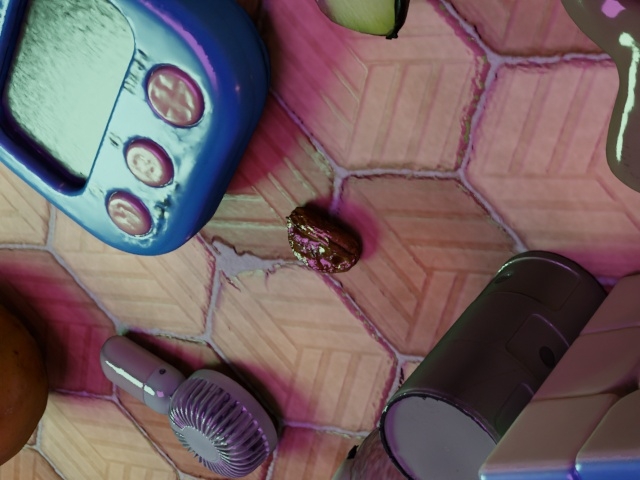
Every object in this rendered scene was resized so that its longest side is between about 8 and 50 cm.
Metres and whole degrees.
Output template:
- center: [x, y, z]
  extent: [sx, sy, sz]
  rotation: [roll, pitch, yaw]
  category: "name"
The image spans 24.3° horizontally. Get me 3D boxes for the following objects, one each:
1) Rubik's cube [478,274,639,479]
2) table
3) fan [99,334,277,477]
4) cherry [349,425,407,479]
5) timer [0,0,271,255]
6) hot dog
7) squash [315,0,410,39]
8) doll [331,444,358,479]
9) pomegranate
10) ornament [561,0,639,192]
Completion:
- center: [0.355, 0.201, 1.171]
  extent: [0.292, 0.291, 0.290]
  rotation: [-14, 112, 43]
  category: "Rubik's cube"
- center: [0.160, 0.120, 1.313]
  extent: [0.126, 0.220, 0.126]
  rotation: [21, 132, 25]
  category: "table"
- center: [-0.159, 0.184, 1.729]
  extent: [0.244, 0.074, 0.130]
  rotation: [31, 147, 23]
  category: "fan"
- center: [0.125, 0.256, 1.491]
  extent: [0.250, 0.175, 0.192]
  rotation: [17, 160, 45]
  category: "cherry"
- center: [-0.207, -0.160, 1.461]
  extent: [0.309, 0.115, 0.340]
  rotation: [37, 137, 7]
  category: "timer"
- center: [0.000, 0.000, 1.482]
  extent: [0.083, 0.035, 0.058]
  rotation: [33, 140, 14]
  category: "hot dog"
- center: [0.003, -0.268, 1.190]
  extent: [0.204, 0.155, 0.236]
  rotation: [-5, 120, 38]
  category: "squash"
- center: [0.073, 0.318, 1.620]
  extent: [0.181, 0.110, 0.107]
  rotation: [43, 93, 5]
  category: "doll"
- center: [-0.442, 0.178, 1.839]
  extent: [0.233, 0.233, 0.233]
  rotation: [21, 132, 25]
  category: "pomegranate"
- center: [0.275, -0.134, 1.145]
  extent: [0.245, 0.061, 0.230]
  rotation: [19, 130, 22]
  category: "ornament"
